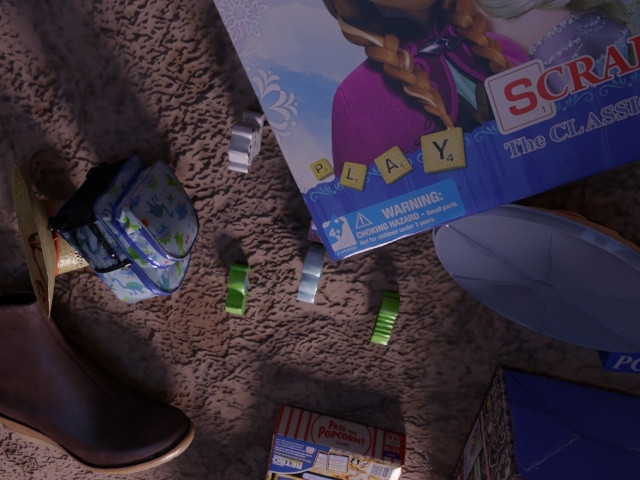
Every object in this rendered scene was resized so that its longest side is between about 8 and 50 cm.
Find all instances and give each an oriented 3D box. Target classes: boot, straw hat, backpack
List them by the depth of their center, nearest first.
[{"bbox_3d":[-0.158,-0.007,0.556,0.084,0.105,0.114,-13,123,19],"label":"backpack"},{"bbox_3d":[-0.243,-0.004,0.597,0.061,0.144,0.145,-12,129,-30],"label":"straw hat"},{"bbox_3d":[-0.272,0.150,0.684,0.248,0.090,0.207,1,124,15],"label":"boot"}]

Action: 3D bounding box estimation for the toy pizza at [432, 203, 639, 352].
[{"bbox_3d":[0.185,0.026,0.502,0.201,0.032,0.201,28,161,11],"label":"toy pizza"}]

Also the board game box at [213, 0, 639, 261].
[{"bbox_3d":[0.093,-0.179,0.390,0.318,0.066,0.318,-20,110,15],"label":"board game box"}]

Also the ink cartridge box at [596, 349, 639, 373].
[{"bbox_3d":[0.356,0.073,0.540,0.207,0.046,0.097,5,121,8],"label":"ink cartridge box"}]

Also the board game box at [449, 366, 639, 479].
[{"bbox_3d":[0.257,0.301,0.644,0.232,0.141,0.291,12,123,3],"label":"board game box"}]

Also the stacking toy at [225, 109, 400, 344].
[{"bbox_3d":[0.000,0.000,0.561,0.166,0.052,0.221,12,124,4],"label":"stacking toy"}]

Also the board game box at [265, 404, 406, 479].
[{"bbox_3d":[0.006,0.291,0.744,0.146,0.045,0.194,14,123,2],"label":"board game box"}]
